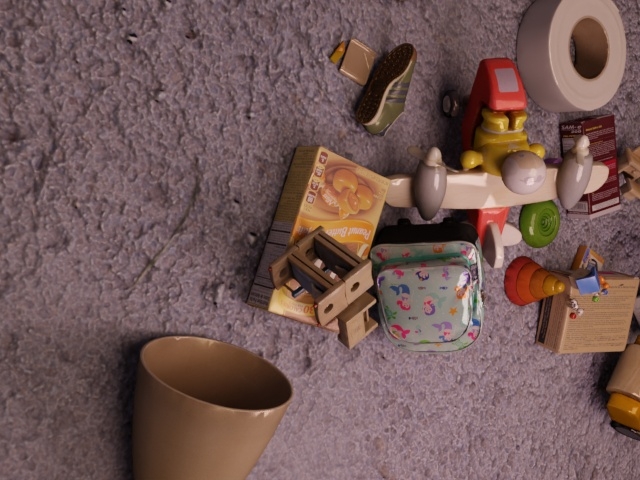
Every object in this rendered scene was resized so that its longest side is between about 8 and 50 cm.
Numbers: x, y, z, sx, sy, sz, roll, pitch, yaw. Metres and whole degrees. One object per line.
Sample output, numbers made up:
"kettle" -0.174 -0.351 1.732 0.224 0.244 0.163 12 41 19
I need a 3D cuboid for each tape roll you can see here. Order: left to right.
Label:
"tape roll" 0.592 -0.445 1.842 0.286 0.100 0.286 -3 96 -33

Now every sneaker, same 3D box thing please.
"sneaker" 0.142 -0.293 1.570 0.192 0.064 0.086 -60 144 -9

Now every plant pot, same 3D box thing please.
"plant pot" -0.206 0.336 1.301 0.257 0.256 0.273 9 105 -35

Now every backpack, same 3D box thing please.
"backpack" 0.216 0.105 1.550 0.191 0.225 0.253 -70 154 -58

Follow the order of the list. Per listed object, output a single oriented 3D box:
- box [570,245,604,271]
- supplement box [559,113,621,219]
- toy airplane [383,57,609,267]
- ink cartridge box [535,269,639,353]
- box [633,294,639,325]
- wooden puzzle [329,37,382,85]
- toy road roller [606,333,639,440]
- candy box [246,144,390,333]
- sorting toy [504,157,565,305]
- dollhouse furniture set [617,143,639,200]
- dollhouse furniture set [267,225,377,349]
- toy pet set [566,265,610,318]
"box" 0.663 0.091 1.982 0.081 0.028 0.136 32 75 -32
"supplement box" 0.664 -0.182 1.930 0.130 0.073 0.239 -15 104 -33
"toy airplane" 0.364 -0.124 1.608 0.384 0.272 0.386 43 88 -18
"ink cartridge box" 0.653 0.172 1.922 0.235 0.088 0.193 3 100 -29
"box" 0.959 0.166 2.083 0.182 0.181 0.119 -16 80 -32
"wooden puzzle" 0.072 -0.352 1.547 0.116 0.014 0.078 33 80 -32
"toy road roller" 0.883 0.406 1.998 0.202 0.241 0.329 -60 143 -15
"candy box" 0.000 0.000 1.484 0.183 0.088 0.316 21 82 -33
"sorting toy" 0.547 -0.017 1.835 0.127 0.126 0.365 20 84 -34
"dollhouse furniture set" 0.907 -0.055 1.930 0.303 0.174 0.355 26 44 -26
"dollhouse furniture set" 0.007 0.101 1.394 0.129 0.129 0.183 -37 143 -23
"toy pet set" 0.627 0.115 1.804 0.122 0.065 0.114 -34 115 -18
